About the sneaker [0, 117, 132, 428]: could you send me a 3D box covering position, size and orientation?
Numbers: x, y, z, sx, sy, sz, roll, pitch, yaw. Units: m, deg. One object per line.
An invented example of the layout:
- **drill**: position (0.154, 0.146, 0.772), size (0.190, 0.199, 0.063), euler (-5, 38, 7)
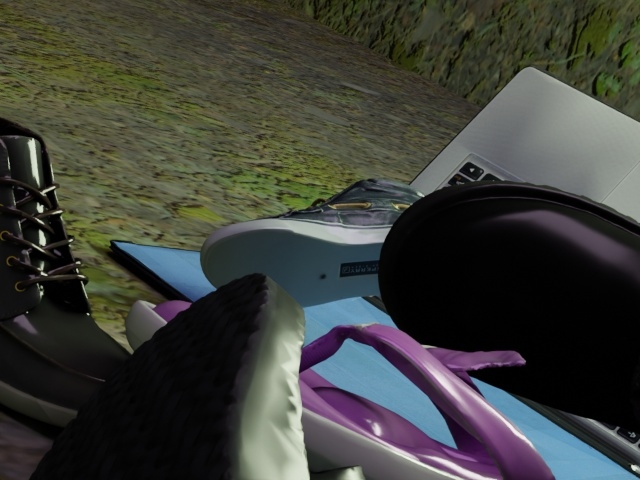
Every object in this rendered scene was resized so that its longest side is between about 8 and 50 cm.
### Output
- **sneaker**: position (-0.158, 0.013, 1.038), size (0.222, 0.118, 0.083), euler (31, 14, 31)

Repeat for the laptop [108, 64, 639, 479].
- **laptop**: position (0.144, 0.012, 1.398), size (0.382, 0.408, 0.236), euler (33, -19, 35)

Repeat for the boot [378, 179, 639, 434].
- **boot**: position (0.197, 0.069, 1.096), size (0.348, 0.131, 0.260), euler (18, 9, 2)

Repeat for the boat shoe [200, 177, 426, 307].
- **boat shoe**: position (0.000, 0.000, 1.330), size (0.183, 0.065, 0.083), euler (1, 31, -17)

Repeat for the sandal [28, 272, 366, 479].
- **sandal**: position (-0.043, 0.142, 0.687), size (0.107, 0.167, 0.446), euler (47, 9, -17)

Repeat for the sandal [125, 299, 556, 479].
- **sandal**: position (0.083, 0.106, 1.049), size (0.416, 0.102, 0.169), euler (28, -2, -22)
